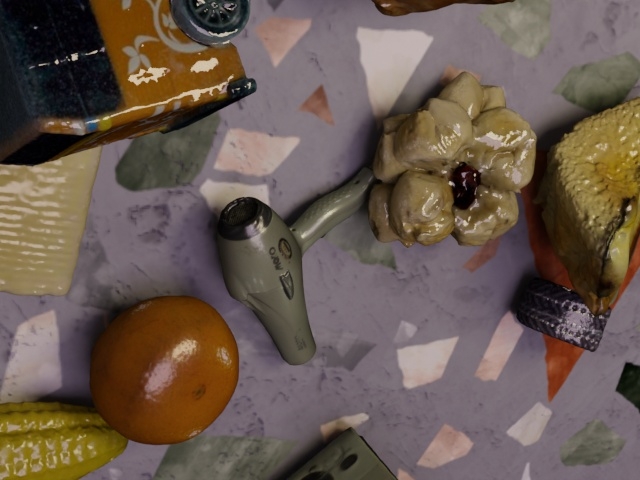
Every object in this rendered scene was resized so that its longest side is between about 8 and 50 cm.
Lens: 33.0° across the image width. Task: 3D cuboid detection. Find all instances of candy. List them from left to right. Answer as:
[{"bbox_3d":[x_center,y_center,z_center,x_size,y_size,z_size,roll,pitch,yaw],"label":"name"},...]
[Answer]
[{"bbox_3d":[-0.287,0.209,1.080,0.198,0.094,0.106,-4,127,-28],"label":"candy"}]

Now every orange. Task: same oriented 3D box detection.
[{"bbox_3d":[-0.158,0.128,1.089,0.156,0.124,0.156,-23,126,-36],"label":"orange"}]

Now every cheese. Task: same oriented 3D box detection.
[{"bbox_3d":[-0.327,-0.084,0.898,0.265,0.124,0.243,7,111,-30],"label":"cheese"}]

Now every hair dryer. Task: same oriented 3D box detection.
[{"bbox_3d":[-0.011,0.030,1.160,0.224,0.088,0.219,-22,130,-34],"label":"hair dryer"}]

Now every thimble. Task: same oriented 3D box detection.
[{"bbox_3d":[0.296,0.087,1.322,0.104,0.095,0.066,21,95,3],"label":"thimble"}]

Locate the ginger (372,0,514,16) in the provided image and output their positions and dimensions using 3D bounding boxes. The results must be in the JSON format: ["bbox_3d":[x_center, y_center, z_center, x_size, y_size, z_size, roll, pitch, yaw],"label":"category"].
[{"bbox_3d":[0.100,-0.343,0.978,0.357,0.152,0.274,24,72,-37],"label":"ginger"}]

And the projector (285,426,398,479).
[{"bbox_3d":[0.039,0.405,1.246,0.249,0.248,0.248,-39,125,-5],"label":"projector"}]

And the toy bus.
[{"bbox_3d":[-0.193,-0.229,0.793,0.194,0.162,0.324,-21,95,-29],"label":"toy bus"}]

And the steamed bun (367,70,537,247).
[{"bbox_3d":[0.149,-0.078,1.138,0.177,0.106,0.192,-4,109,-39],"label":"steamed bun"}]

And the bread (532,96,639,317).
[{"bbox_3d":[0.312,-0.051,1.232,0.252,0.133,0.174,-62,160,-23],"label":"bread"}]
